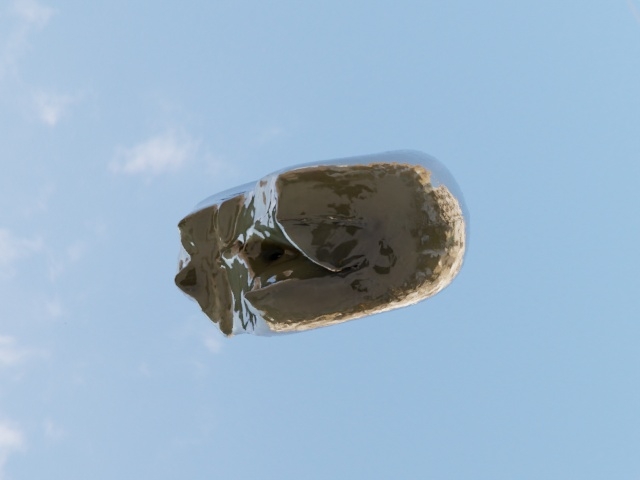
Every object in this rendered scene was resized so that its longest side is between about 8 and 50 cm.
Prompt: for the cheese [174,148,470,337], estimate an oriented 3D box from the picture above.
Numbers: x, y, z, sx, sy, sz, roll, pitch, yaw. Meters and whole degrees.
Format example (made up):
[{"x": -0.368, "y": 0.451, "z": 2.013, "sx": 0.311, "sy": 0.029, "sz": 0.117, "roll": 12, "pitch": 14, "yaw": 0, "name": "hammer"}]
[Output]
[{"x": 0.000, "y": 0.000, "z": 0.557, "sx": 0.176, "sy": 0.202, "sz": 0.091, "roll": -13, "pitch": -89, "yaw": -7, "name": "cheese"}]
